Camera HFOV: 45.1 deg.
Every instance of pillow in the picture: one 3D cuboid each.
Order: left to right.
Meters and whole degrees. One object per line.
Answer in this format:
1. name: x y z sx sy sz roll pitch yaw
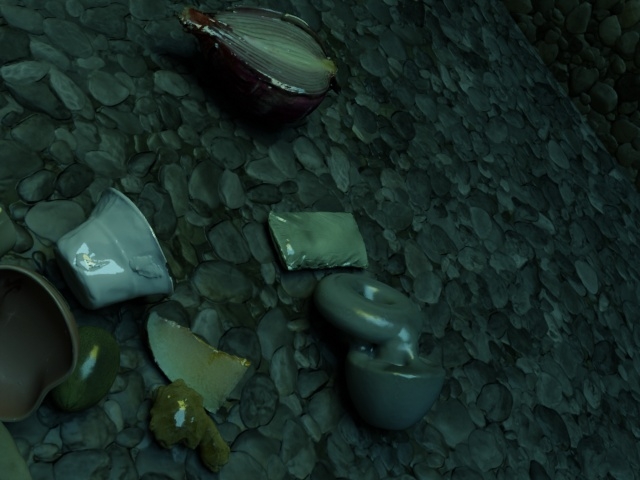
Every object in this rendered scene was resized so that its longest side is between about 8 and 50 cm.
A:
1. pillow: 0.000 0.000 1.536 0.229 0.051 0.128 0 67 -40

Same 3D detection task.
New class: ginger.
1. ginger: -0.205 0.295 1.186 0.165 0.067 0.096 55 44 -3

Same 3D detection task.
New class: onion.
1. onion: -0.148 -0.357 1.571 0.348 0.159 0.267 16 43 -21

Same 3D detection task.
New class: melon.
1. melon: -0.345 0.187 1.122 0.098 0.098 0.131 25 58 -24
2. melon: -0.212 0.190 1.235 0.182 0.098 0.054 29 22 0

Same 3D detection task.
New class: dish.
1. dish: -0.424 0.130 1.054 0.213 0.213 0.090 46 6 -5

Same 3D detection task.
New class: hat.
1. hat: -0.333 0.029 1.196 0.126 0.203 0.203 -30 84 -25

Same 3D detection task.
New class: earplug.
1. earplug: 0.103 0.191 1.430 0.214 0.175 0.325 3 53 -43

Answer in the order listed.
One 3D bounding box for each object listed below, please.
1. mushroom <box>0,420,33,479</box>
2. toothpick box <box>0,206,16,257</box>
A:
1. mushroom: -0.461 0.262 0.962 0.350 0.128 0.128 54 45 2
2. toothpick box: -0.529 0.019 1.072 0.111 0.111 0.181 46 45 -6
